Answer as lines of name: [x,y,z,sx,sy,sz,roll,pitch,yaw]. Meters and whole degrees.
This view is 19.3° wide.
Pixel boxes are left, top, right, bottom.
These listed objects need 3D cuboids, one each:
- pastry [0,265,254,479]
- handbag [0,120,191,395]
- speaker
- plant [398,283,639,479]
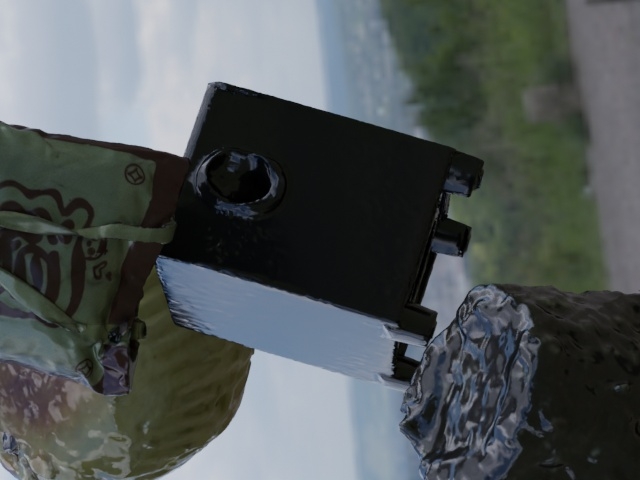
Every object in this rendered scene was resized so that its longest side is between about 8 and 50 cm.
pastry: [-0.249,0.101,2.156,0.313,0.388,0.388,-26,-66,-53]
handbag: [-0.242,0.004,1.520,0.127,0.235,0.213,180,104,-83]
speaker: [0.000,0.000,1.689,0.232,0.254,0.184,87,-160,-71]
plant: [0.191,0.135,1.403,0.178,0.234,0.204,-59,28,28]
